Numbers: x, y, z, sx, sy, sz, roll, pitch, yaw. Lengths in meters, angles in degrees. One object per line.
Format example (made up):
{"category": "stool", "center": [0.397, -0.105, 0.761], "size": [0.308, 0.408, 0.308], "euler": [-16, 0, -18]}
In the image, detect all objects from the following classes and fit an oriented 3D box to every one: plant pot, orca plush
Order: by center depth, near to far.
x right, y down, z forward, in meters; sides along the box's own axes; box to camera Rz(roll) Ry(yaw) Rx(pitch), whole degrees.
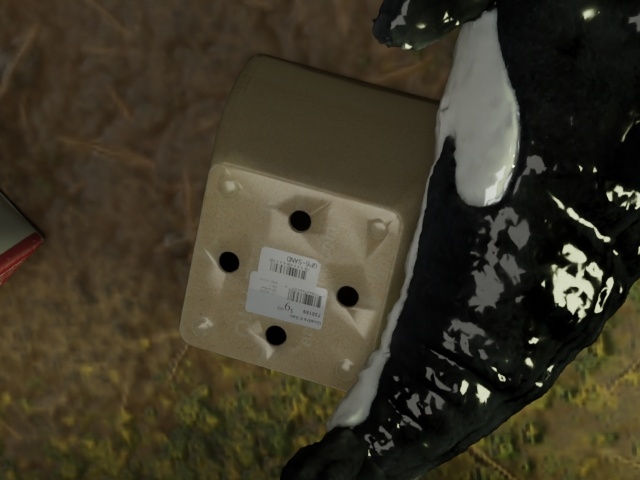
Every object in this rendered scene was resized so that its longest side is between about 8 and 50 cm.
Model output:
{"category": "orca plush", "center": [0.084, -0.024, 0.532], "size": [0.287, 0.102, 0.151], "euler": [-52, 124, -14]}
{"category": "plant pot", "center": [0.000, 0.000, 0.622], "size": [0.109, 0.096, 0.109], "euler": [16, 109, 9]}

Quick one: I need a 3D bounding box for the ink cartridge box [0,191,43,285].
{"category": "ink cartridge box", "center": [-0.235, 0.030, 0.676], "size": [0.127, 0.128, 0.176], "euler": [45, 113, -2]}
